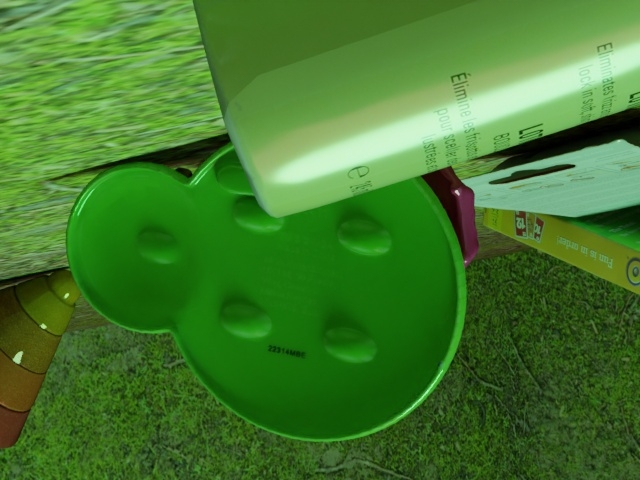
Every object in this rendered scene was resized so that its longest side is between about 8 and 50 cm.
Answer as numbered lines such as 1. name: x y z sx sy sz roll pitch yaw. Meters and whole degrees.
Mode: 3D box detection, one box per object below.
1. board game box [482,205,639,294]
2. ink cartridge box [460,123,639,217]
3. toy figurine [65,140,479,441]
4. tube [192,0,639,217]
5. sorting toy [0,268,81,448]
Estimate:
1. board game box: 0.220 0.000 1.179 0.124 0.039 0.259 -9 -155 -34
2. ink cartridge box: 0.157 -0.050 1.056 0.145 0.045 0.179 -13 166 39
3. toy figurine: 0.000 0.000 0.804 0.173 0.130 0.159 10 -166 18
4. tube: 0.096 -0.064 0.325 0.240 0.062 0.070 -16 -143 2
5. sorting toy: -0.254 0.062 1.208 0.126 0.127 0.365 -42 168 10
